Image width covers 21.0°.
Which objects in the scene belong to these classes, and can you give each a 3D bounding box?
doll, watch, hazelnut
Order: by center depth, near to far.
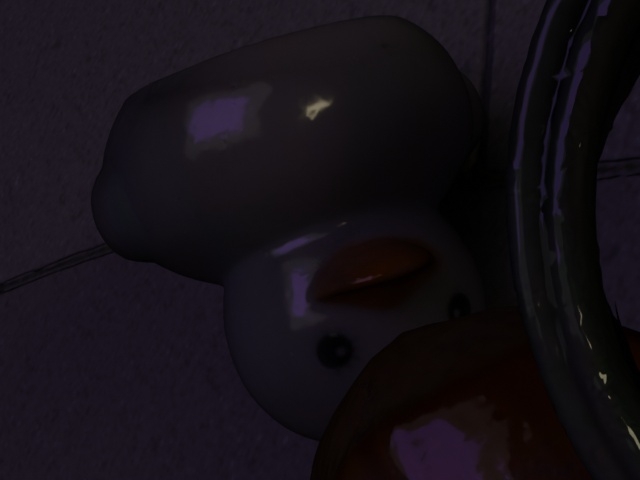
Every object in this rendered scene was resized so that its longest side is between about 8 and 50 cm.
[{"bbox_3d":[0.227,-0.028,0.498,0.335,0.314,0.327,1,88,11],"label":"watch"},{"bbox_3d":[0.088,0.124,0.688,0.176,0.214,0.214,-24,37,-11],"label":"hazelnut"},{"bbox_3d":[0.000,0.000,0.895,0.221,0.221,0.251,-69,14,-7],"label":"doll"}]
